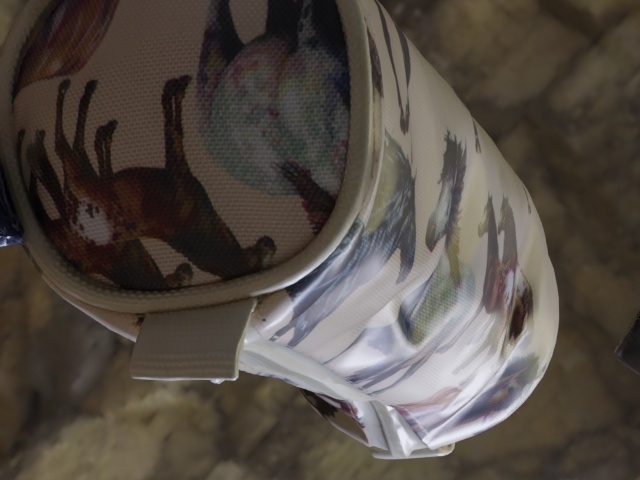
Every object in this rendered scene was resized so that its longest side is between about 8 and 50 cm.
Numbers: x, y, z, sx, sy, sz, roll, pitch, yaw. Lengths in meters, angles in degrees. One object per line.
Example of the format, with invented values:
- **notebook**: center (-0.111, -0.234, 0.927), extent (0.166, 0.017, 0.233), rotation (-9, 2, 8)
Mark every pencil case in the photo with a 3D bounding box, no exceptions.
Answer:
- **pencil case**: center (0.000, 0.000, 0.819), extent (0.160, 0.183, 0.410), rotation (8, 170, 19)

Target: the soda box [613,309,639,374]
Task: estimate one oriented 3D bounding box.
- **soda box**: center (0.234, 0.077, 0.907), extent (0.169, 0.053, 0.060), rotation (35, 158, 11)
